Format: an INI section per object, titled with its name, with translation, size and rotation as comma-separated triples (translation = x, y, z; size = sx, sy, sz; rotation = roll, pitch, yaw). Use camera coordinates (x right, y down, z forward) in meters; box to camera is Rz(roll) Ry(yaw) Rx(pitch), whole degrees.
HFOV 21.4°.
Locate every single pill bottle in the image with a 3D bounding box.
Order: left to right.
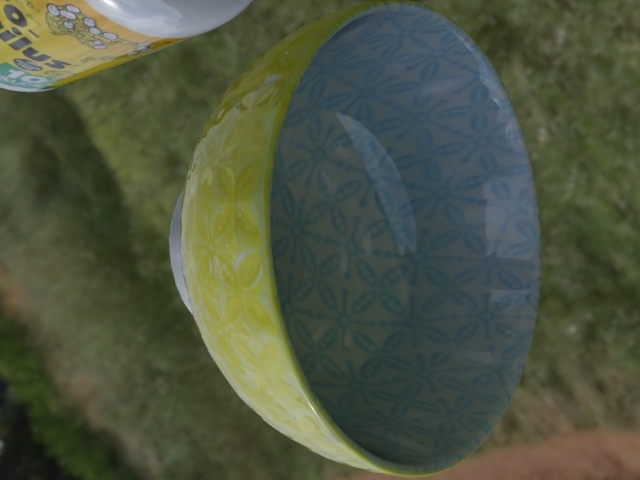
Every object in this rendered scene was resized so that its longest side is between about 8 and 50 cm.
[pill bottle]
translation = -0.090, -0.137, 0.736
size = 0.208, 0.117, 0.117
rotation = -9, 121, 53

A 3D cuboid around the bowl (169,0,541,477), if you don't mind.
[bowl]
translation = 0.000, 0.000, 1.057
size = 0.156, 0.289, 0.289
rotation = -2, 134, 38
